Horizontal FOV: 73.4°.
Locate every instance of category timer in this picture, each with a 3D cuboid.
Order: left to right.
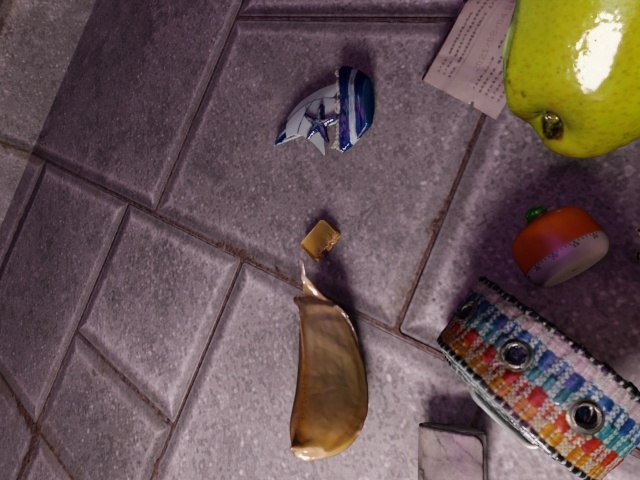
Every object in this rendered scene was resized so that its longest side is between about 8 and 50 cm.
[{"bbox_3d":[0.372,-0.001,0.689,0.136,0.099,0.136,-14,58,22],"label":"timer"}]

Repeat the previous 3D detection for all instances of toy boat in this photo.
[{"bbox_3d":[0.007,-0.276,1.019,0.292,0.070,0.210,-34,56,25],"label":"toy boat"}]

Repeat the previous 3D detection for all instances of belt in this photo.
[{"bbox_3d":[0.290,0.191,0.617,0.295,0.207,0.160,42,99,35],"label":"belt"}]

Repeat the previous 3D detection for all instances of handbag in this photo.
[{"bbox_3d":[0.000,0.000,0.966,0.083,0.027,0.061,-48,56,11],"label":"handbag"}]

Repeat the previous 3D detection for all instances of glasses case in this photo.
[{"bbox_3d":[0.208,0.456,0.683,0.114,0.060,0.299,-6,74,34],"label":"glasses case"}]

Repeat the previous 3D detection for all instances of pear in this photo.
[{"bbox_3d":[0.424,-0.271,0.616,0.238,0.343,0.318,37,124,38],"label":"pear"}]

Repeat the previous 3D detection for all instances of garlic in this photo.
[{"bbox_3d":[0.010,0.223,0.804,0.151,0.196,0.338,-5,66,18],"label":"garlic"}]

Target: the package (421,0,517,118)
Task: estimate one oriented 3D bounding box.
[{"bbox_3d":[0.340,-0.391,0.838,0.204,0.062,0.251,44,106,35],"label":"package"}]

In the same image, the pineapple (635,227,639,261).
[{"bbox_3d":[0.501,0.044,0.531,0.076,0.225,0.224,-33,60,1],"label":"pineapple"}]
